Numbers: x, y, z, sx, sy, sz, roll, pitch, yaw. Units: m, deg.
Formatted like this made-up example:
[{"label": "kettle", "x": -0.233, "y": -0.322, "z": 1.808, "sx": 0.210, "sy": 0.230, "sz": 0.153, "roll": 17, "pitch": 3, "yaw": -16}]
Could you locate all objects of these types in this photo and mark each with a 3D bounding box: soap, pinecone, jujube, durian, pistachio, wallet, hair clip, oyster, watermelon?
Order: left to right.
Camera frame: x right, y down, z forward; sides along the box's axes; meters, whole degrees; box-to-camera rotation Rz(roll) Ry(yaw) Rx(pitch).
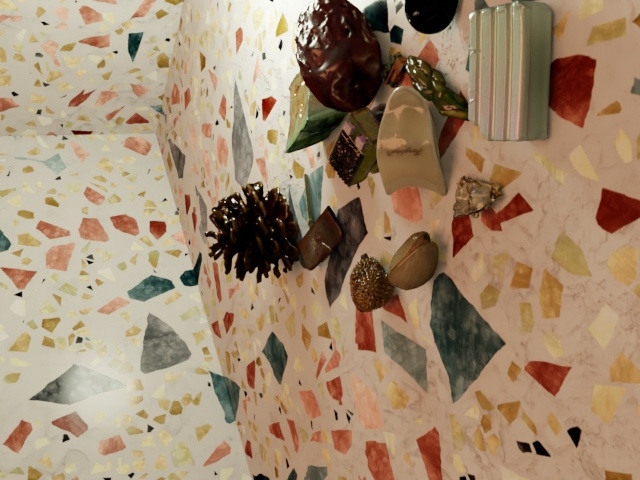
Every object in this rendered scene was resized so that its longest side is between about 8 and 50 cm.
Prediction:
[{"label": "pinecone", "x": -0.261, "y": -0.015, "z": 2.576, "sx": 0.398, "sy": 0.398, "sz": 0.397, "roll": 20, "pitch": 113, "yaw": 60}, {"label": "watermelon", "x": -0.010, "y": -0.439, "z": 2.233, "sx": 0.264, "sy": 0.151, "sz": 0.301, "roll": 138, "pitch": 139, "yaw": -61}, {"label": "wallet", "x": 0.000, "y": 0.000, "z": 2.360, "sx": 0.255, "sy": 0.031, "sz": 0.137, "roll": -51, "pitch": 55, "yaw": 47}, {"label": "jujube", "x": 0.047, "y": -0.560, "z": 1.980, "sx": 0.376, "sy": 0.259, "sz": 0.258, "roll": 66, "pitch": 148, "yaw": 22}, {"label": "durian", "x": 0.151, "y": 0.140, "z": 2.022, "sx": 0.158, "sy": 0.137, "sz": 0.168, "roll": -112, "pitch": 33, "yaw": -72}, {"label": "hair clip", "x": 0.233, "y": -0.252, "z": 1.728, "sx": 0.173, "sy": 0.113, "sz": 0.281, "roll": 4, "pitch": 99, "yaw": 26}, {"label": "pistachio", "x": 0.254, "y": 0.058, "z": 1.809, "sx": 0.124, "sy": 0.125, "sz": 0.184, "roll": 58, "pitch": 140, "yaw": 41}, {"label": "oyster", "x": 0.374, "y": -0.099, "z": 1.621, "sx": 0.108, "sy": 0.053, "sz": 0.166, "roll": -67, "pitch": 21, "yaw": -2}, {"label": "soap", "x": 0.410, "y": -0.362, "z": 1.450, "sx": 0.173, "sy": 0.095, "sz": 0.289, "roll": 16, "pitch": 109, "yaw": 61}]

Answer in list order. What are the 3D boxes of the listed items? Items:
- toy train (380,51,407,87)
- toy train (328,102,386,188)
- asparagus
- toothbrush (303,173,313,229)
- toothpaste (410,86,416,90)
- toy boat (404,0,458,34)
[{"label": "toy train", "x": 0.211, "y": -0.477, "z": 1.878, "sx": 0.064, "sy": 0.044, "sz": 0.103, "roll": 57, "pitch": 144, "yaw": 25}, {"label": "toy train", "x": 0.132, "y": -0.274, "z": 1.891, "sx": 0.134, "sy": 0.178, "sz": 0.260, "roll": 56, "pitch": 149, "yaw": 19}, {"label": "asparagus", "x": 0.286, "y": -0.393, "z": 1.706, "sx": 0.287, "sy": 0.080, "sz": 0.080, "roll": 63, "pitch": 146, "yaw": 36}, {"label": "toothbrush", "x": -0.039, "y": -0.101, "z": 2.455, "sx": 0.028, "sy": 0.026, "sz": 0.294, "roll": -12, "pitch": 85, "yaw": 49}, {"label": "toothpaste", "x": 0.253, "y": -0.309, "z": 1.815, "sx": 0.037, "sy": 0.062, "sz": 0.216, "roll": 179, "pitch": 89, "yaw": -64}, {"label": "toy boat", "x": 0.276, "y": -0.667, "z": 1.664, "sx": 0.092, "sy": 0.134, "sz": 0.298, "roll": -51, "pitch": -40, "yaw": -75}]
